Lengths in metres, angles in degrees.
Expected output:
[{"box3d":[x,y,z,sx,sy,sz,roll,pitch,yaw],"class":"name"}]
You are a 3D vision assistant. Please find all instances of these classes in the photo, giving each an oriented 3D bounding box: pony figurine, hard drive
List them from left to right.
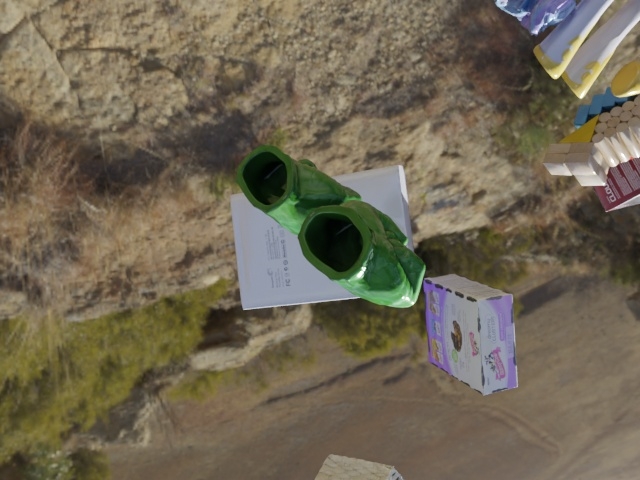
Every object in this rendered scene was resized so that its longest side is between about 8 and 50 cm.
[{"box3d":[0.000,0.000,1.203,0.319,0.210,0.040,-8,176,23],"class":"hard drive"},{"box3d":[0.365,-0.333,0.724,0.363,0.302,0.351,-37,130,27],"class":"pony figurine"}]

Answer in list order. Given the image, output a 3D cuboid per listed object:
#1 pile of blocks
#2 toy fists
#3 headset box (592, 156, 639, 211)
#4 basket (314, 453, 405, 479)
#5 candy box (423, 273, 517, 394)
[{"box3d":[0.562,-0.218,1.203,0.362,0.149,0.113,-32,136,23],"class":"pile of blocks"},{"box3d":[0.018,-0.021,0.845,0.096,0.279,0.142,-51,140,4],"class":"toy fists"},{"box3d":[0.688,-0.164,1.376,0.218,0.110,0.293,-10,162,-42],"class":"headset box"},{"box3d":[0.070,0.463,1.241,0.167,0.113,0.103,-5,128,41],"class":"basket"},{"box3d":[0.260,0.159,1.222,0.070,0.164,0.196,-8,-170,-17],"class":"candy box"}]
